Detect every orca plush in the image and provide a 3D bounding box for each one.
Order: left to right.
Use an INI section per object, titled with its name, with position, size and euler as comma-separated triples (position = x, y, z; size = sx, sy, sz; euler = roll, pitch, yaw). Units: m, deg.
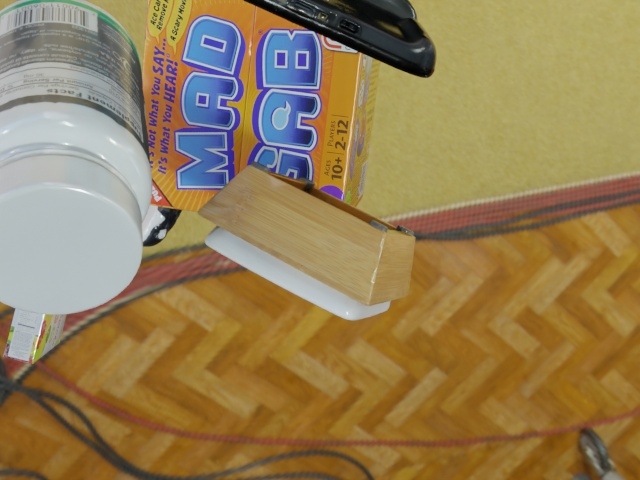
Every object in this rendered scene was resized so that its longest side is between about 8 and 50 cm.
[orca plush]
position = -0.300, -0.118, 2.018
size = 0.102, 0.151, 0.287
euler = 20, 71, -40

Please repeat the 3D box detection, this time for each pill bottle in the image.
[pill bottle]
position = -0.292, -0.103, 1.085
size = 0.204, 0.361, 0.204
euler = -7, 132, -8

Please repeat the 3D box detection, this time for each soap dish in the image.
[soap dish]
position = 0.000, 0.000, 1.242
size = 0.229, 0.291, 0.118
euler = 27, 96, 13

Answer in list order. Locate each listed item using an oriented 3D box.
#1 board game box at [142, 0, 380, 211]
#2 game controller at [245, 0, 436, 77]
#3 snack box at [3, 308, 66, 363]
[board game box]
position = -0.094, -0.243, 1.734
size = 0.356, 0.356, 0.356
euler = 9, 103, 7
[game controller]
position = -0.035, -0.241, 0.929
size = 0.319, 0.166, 0.067
euler = 19, 122, -23
[snack box]
position = -0.320, 0.079, 1.130
size = 0.037, 0.141, 0.100
euler = 16, 92, -4
